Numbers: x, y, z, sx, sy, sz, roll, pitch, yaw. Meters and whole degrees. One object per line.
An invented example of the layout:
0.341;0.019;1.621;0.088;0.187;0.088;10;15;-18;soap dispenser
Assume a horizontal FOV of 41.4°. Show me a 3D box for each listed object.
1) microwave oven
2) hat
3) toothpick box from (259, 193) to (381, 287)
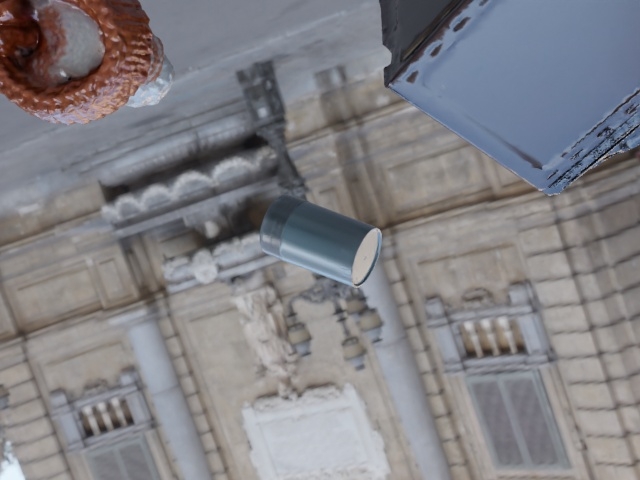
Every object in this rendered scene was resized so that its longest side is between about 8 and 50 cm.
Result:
0.183;-0.185;0.604;0.247;0.188;0.178;-46;-151;34;microwave oven
-0.144;-0.124;0.559;0.112;0.093;0.162;24;-166;9;hat
0.000;0.000;0.664;0.083;0.052;0.052;21;-156;23;toothpick box
